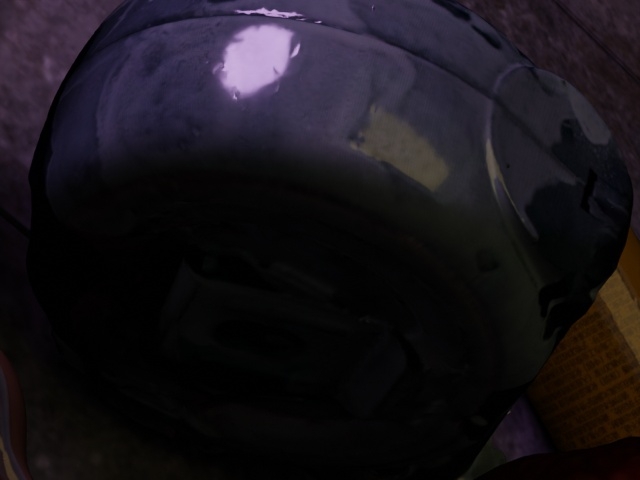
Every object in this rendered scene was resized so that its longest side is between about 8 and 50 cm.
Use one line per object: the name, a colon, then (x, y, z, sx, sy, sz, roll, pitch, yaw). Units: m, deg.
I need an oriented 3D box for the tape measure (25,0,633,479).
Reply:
tape measure: (0.000, 0.000, 0.878, 0.275, 0.256, 0.147, 20, 51, -5)

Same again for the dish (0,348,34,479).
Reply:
dish: (-0.181, 0.102, 0.766, 0.213, 0.090, 0.213, 25, 49, -33)

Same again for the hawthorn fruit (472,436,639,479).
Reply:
hawthorn fruit: (0.153, 0.229, 0.883, 0.275, 0.275, 0.299, 36, 35, -22)

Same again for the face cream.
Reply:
face cream: (0.204, 0.133, 1.115, 0.105, 0.105, 0.348, -21, 80, -49)
